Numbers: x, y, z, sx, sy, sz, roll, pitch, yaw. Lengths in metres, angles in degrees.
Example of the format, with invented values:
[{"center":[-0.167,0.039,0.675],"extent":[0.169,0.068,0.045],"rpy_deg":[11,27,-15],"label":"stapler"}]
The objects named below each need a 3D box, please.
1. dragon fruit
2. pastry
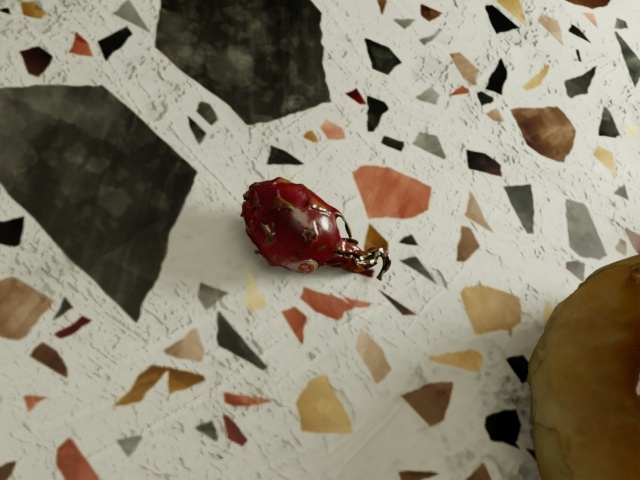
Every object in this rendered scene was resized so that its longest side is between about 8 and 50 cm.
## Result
[{"center":[0.000,0.000,0.923],"extent":[0.191,0.094,0.094],"rpy_deg":[28,57,-20],"label":"dragon fruit"},{"center":[0.423,0.186,0.899],"extent":[0.410,0.245,0.409],"rpy_deg":[10,59,-17],"label":"pastry"}]
